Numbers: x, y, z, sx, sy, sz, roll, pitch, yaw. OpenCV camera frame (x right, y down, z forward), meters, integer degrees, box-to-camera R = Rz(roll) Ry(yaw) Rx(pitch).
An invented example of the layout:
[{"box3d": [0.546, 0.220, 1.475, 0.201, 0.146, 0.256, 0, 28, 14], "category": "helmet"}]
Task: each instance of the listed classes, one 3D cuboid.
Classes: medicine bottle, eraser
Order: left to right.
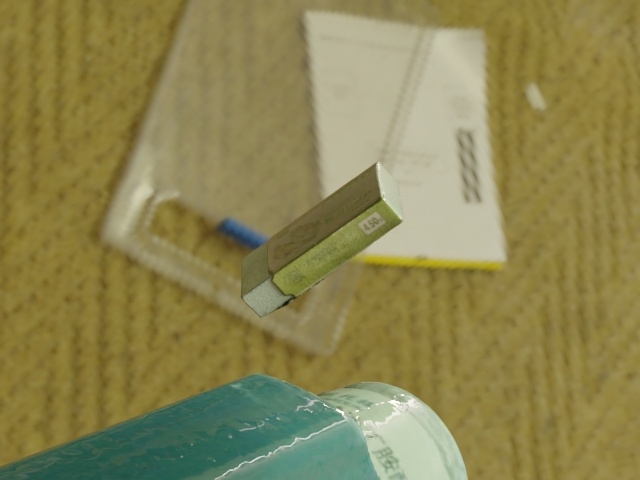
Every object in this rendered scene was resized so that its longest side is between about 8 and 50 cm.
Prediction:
[{"box3d": [-0.059, 0.108, 0.449, 0.258, 0.079, 0.124, -19, 122, -50], "category": "medicine bottle"}, {"box3d": [0.000, 0.000, 0.827, 0.019, 0.083, 0.038, 47, 18, -26], "category": "eraser"}]
